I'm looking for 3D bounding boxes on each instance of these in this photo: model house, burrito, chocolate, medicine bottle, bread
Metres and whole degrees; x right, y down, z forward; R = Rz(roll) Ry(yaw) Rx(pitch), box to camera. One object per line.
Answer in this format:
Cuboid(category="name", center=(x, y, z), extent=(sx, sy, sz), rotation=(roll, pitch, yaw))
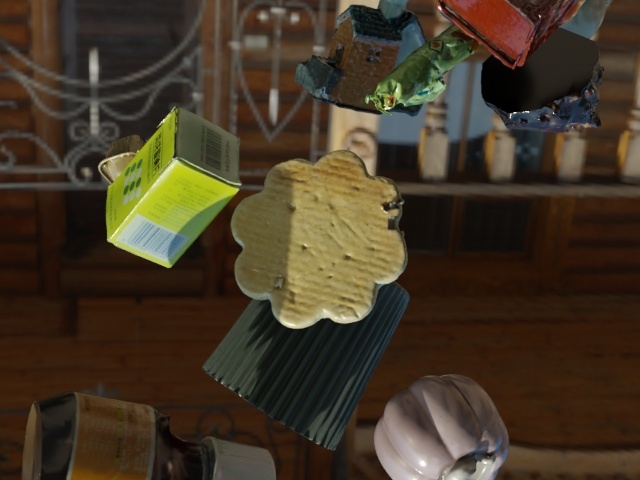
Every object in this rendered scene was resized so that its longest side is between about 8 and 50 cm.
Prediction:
Cuboid(category="model house", center=(0.340, -0.442, 1.845), extent=(0.196, 0.160, 0.254), rotation=(42, -113, 15))
Cuboid(category="burrito", center=(0.186, -0.285, 1.900), extent=(0.054, 0.104, 0.288), rotation=(28, -130, 34))
Cuboid(category="model house", center=(0.112, -0.407, 2.260), extent=(0.253, 0.291, 0.184), rotation=(8, -157, -29))
Cuboid(category="chocolate", center=(0.417, -0.247, 2.027), extent=(0.206, 0.177, 0.224), rotation=(-43, -138, -9))
Cuboid(category="medicine bottle", center=(-0.273, 0.379, 1.800), extent=(0.395, 0.242, 0.242), rotation=(9, -160, -18))
Cuboid(category="medicine bottle", center=(-0.257, -0.089, 1.943), extent=(0.141, 0.250, 0.137), rotation=(27, -142, -26))
Cuboid(category="bread", center=(0.000, 0.000, 1.867), extent=(0.316, 0.316, 0.054), rotation=(9, 168, 13))

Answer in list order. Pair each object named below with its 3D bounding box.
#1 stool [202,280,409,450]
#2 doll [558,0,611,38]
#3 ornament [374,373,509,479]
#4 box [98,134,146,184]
Cuboid(category="stool", center=(-0.016, 0.181, 2.125), extent=(0.297, 0.330, 0.297), rotation=(31, 175, 3))
Cuboid(category="doll", center=(0.568, -0.580, 2.404), extent=(0.370, 0.215, 0.226), rotation=(-44, -133, -2))
Cuboid(category="ornament", center=(0.166, 0.272, 1.491), extent=(0.177, 0.177, 0.177), rotation=(3, -158, -1))
Cuboid(category="box", center=(-0.357, -0.128, 2.199), extent=(0.111, 0.177, 0.111), rotation=(-12, -124, 18))
